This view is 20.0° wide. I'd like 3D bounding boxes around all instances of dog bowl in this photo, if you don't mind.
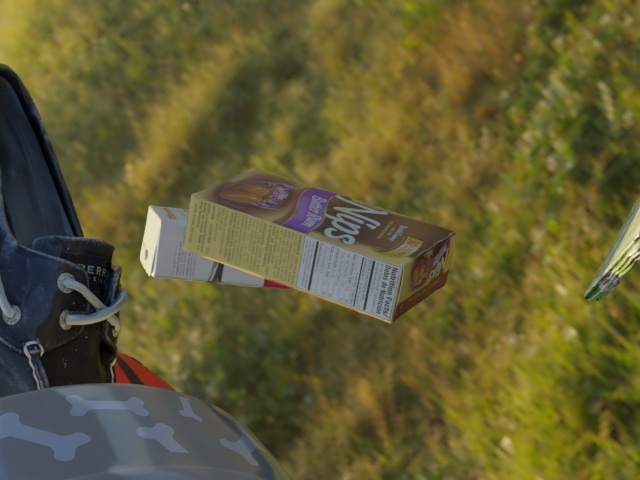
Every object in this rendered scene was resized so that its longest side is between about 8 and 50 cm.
[{"bbox_3d":[-0.151,0.222,1.023,0.349,0.348,0.102,-42,45,14],"label":"dog bowl"}]

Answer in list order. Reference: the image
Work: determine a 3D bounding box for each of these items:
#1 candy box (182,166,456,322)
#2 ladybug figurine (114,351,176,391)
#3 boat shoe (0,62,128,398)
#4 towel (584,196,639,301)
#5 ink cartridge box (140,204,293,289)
[{"bbox_3d":[0.000,0.000,1.427,0.109,0.186,0.053,-30,-45,-61],"label":"candy box"},{"bbox_3d":[-0.192,0.271,1.916,0.449,0.305,0.162,49,114,19],"label":"ladybug figurine"},{"bbox_3d":[-0.163,0.035,1.063,0.102,0.108,0.301,-30,67,19],"label":"boat shoe"},{"bbox_3d":[0.264,-0.015,1.462,0.113,0.023,0.152,-57,-3,-21],"label":"towel"},{"bbox_3d":[-0.106,0.007,1.892,0.109,0.150,0.063,-142,59,-75],"label":"ink cartridge box"}]
